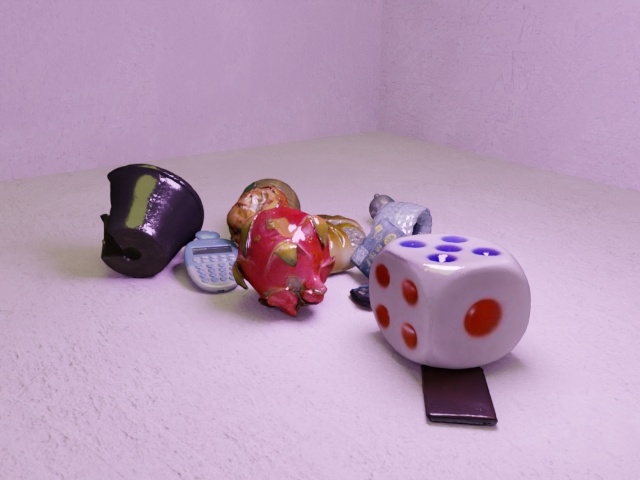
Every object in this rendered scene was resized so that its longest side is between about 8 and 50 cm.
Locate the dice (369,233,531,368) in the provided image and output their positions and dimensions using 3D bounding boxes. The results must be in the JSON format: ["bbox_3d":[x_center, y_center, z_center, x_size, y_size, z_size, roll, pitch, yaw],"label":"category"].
[{"bbox_3d":[0.321,0.143,1.447,0.304,0.277,0.304,-9,19,-22],"label":"dice"}]

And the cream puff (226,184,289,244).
[{"bbox_3d":[-0.210,-0.073,1.958,0.239,0.164,0.240,-14,40,12],"label":"cream puff"}]

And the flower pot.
[{"bbox_3d":[-0.585,-0.034,1.897,0.378,0.380,0.251,0,40,0],"label":"flower pot"}]

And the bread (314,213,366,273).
[{"bbox_3d":[0.000,0.000,1.988,0.332,0.160,0.333,-1,21,0],"label":"bread"}]

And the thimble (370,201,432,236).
[{"bbox_3d":[0.274,-0.027,1.995,0.171,0.205,0.250,15,53,31],"label":"thimble"}]

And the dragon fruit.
[{"bbox_3d":[-0.100,0.076,1.638,0.305,0.306,0.226,-1,42,-4],"label":"dragon fruit"}]

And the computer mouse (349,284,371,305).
[{"bbox_3d":[0.138,0.169,1.715,0.079,0.047,0.135,-17,18,-21],"label":"computer mouse"}]

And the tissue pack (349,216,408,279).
[{"bbox_3d":[0.220,0.059,1.782,0.081,0.185,0.257,35,7,-37],"label":"tissue pack"}]

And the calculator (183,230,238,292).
[{"bbox_3d":[-0.355,0.065,1.882,0.188,0.042,0.303,-4,37,-18],"label":"calculator"}]

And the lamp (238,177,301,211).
[{"bbox_3d":[-0.201,-0.095,2.177,0.250,0.285,0.250,17,-17,5],"label":"lamp"}]

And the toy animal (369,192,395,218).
[{"bbox_3d":[0.279,-0.075,2.256,0.127,0.125,0.251,18,27,-33],"label":"toy animal"}]

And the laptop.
[{"bbox_3d":[0.310,0.347,1.295,0.153,0.026,0.207,0,20,6],"label":"laptop"}]
